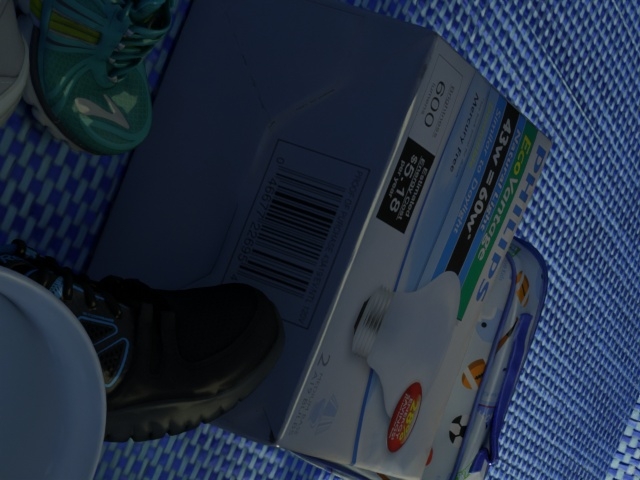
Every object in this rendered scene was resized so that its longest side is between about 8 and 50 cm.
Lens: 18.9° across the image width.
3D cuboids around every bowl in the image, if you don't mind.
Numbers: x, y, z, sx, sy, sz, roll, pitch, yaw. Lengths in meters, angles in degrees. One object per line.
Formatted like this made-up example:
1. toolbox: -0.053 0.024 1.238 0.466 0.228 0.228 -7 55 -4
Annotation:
1. bowl: -0.292 0.112 1.178 0.298 0.134 0.298 -18 127 -26

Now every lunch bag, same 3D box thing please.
1. lunch bag: 0.095 0.118 1.953 0.115 0.243 0.303 -1 109 -65

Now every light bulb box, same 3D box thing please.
1. light bulb box: 0.000 0.000 1.672 0.361 0.225 0.358 26 85 -66

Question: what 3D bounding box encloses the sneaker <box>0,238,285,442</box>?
1. sneaker: -0.173 0.069 1.363 0.341 0.125 0.139 -13 113 -32

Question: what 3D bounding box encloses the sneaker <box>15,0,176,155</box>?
1. sneaker: -0.154 -0.159 1.350 0.107 0.110 0.275 -52 152 -34

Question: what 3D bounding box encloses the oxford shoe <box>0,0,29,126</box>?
1. oxford shoe: -0.305 -0.054 1.044 0.449 0.169 0.130 -53 156 -49
